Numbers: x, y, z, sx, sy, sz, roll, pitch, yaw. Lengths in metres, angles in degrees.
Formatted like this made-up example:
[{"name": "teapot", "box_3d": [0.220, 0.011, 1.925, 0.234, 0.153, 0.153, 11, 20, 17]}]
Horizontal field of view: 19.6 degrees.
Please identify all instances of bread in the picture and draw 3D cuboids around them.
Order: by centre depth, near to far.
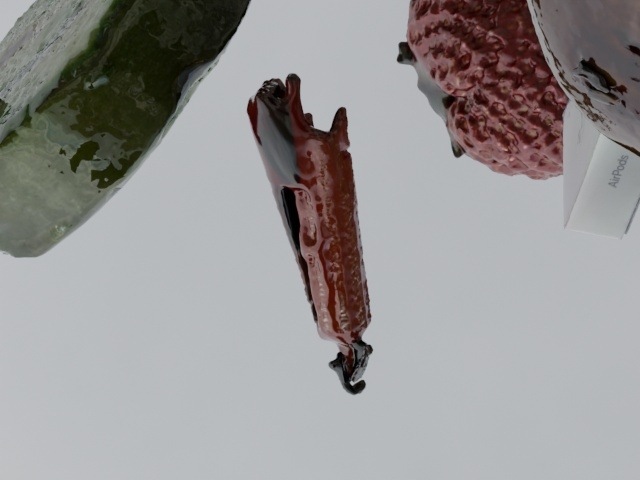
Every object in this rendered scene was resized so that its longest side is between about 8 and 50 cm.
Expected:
[{"name": "bread", "box_3d": [-0.225, -0.161, 1.753, 0.129, 0.366, 0.382, 40, -145, -21]}]

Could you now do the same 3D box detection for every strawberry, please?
[{"name": "strawberry", "box_3d": [0.226, -0.200, 1.849, 0.261, 0.257, 0.261, 2, -98, -13]}]

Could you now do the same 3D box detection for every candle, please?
[{"name": "candle", "box_3d": [0.000, 0.000, 1.600, 0.059, 0.084, 0.301, -44, -51, -55]}]

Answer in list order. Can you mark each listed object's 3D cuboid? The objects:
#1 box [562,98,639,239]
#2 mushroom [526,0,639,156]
[{"name": "box", "box_3d": [0.219, -0.093, 1.370, 0.051, 0.130, 0.129, 11, -136, -3]}, {"name": "mushroom", "box_3d": [0.291, -0.182, 1.165, 0.345, 0.345, 0.260, 48, -137, 14]}]
